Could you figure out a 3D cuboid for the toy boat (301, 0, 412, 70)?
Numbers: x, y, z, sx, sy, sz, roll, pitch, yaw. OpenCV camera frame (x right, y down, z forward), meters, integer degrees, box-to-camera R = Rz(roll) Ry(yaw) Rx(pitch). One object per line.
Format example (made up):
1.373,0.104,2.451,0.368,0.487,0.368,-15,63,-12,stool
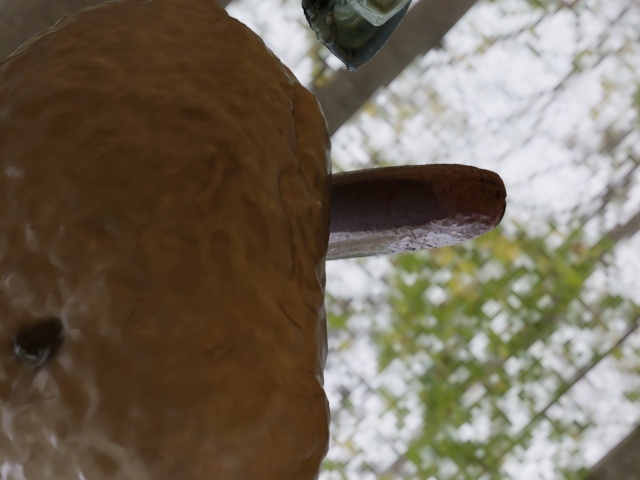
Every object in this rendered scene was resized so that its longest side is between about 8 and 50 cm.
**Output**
0.019,-0.129,0.795,0.059,0.140,0.066,-5,-142,-15,toy boat

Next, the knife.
-0.002,0.000,1.035,0.053,0.278,0.123,2,-96,-29,knife

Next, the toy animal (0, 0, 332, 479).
-0.105,0.006,0.925,0.188,0.226,0.358,52,-154,-33,toy animal
